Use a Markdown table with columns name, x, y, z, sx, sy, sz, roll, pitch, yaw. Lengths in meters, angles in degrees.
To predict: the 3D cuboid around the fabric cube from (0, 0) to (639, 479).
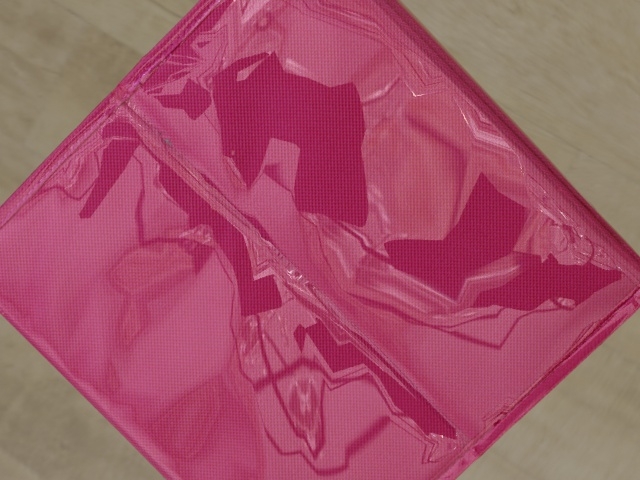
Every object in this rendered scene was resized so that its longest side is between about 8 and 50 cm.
| name | x | y | z | sx | sy | sz | roll | pitch | yaw |
| --- | --- | --- | --- | --- | --- | --- | --- | --- | --- |
| fabric cube | 0.000 | 0.000 | 0.799 | 0.258 | 0.254 | 0.259 | 45 | 98 | -1 |
